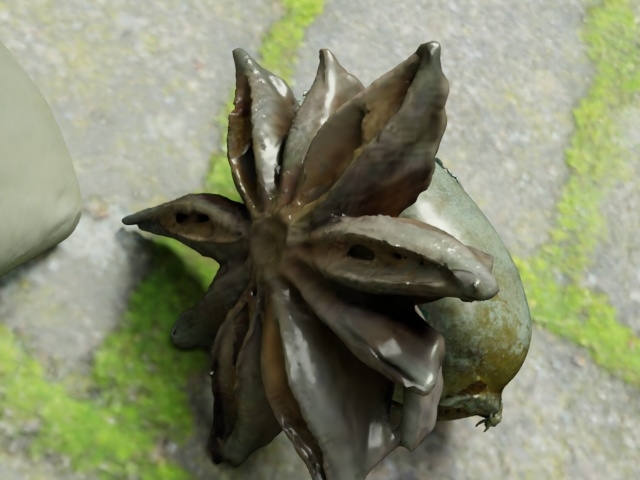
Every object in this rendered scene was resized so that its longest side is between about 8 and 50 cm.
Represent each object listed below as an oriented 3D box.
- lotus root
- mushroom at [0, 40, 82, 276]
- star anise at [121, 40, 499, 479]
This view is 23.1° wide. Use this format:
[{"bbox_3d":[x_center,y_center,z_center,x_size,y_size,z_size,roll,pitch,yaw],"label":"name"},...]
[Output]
[{"bbox_3d":[0.037,0.006,0.673,0.088,0.088,0.165,-15,66,-32],"label":"lotus root"},{"bbox_3d":[-0.226,0.059,0.495,0.177,0.126,0.397,38,48,-11],"label":"mushroom"},{"bbox_3d":[0.000,0.000,0.614,0.065,0.195,0.182,1,42,-42],"label":"star anise"}]
